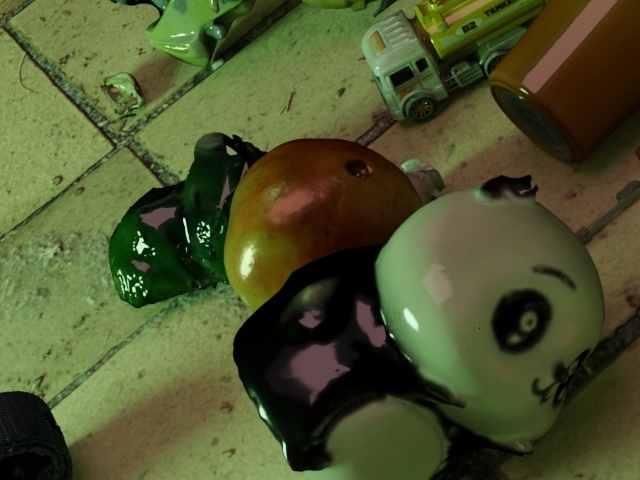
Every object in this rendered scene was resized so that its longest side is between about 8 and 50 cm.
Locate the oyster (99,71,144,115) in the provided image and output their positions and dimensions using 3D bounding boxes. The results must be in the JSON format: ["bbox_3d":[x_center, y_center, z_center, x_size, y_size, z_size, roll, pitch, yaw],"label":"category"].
[{"bbox_3d":[-0.260,-0.196,2.088,0.051,0.034,0.093,-44,49,13],"label":"oyster"}]

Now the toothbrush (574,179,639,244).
[{"bbox_3d":[0.247,0.004,1.554,0.194,0.014,0.017,-40,40,-8],"label":"toothbrush"}]

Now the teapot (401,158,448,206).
[{"bbox_3d":[0.103,-0.045,1.674,0.083,0.064,0.064,33,60,14],"label":"teapot"}]

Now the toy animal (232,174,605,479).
[{"bbox_3d":[0.097,0.084,1.387,0.310,0.251,0.251,-33,39,6],"label":"toy animal"}]

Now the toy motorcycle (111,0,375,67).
[{"bbox_3d":[-0.092,-0.357,1.982,0.410,0.237,0.168,-17,28,17],"label":"toy motorcycle"}]

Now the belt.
[{"bbox_3d":[-0.367,0.255,1.626,0.230,0.139,0.126,-38,34,-3],"label":"belt"}]

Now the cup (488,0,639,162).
[{"bbox_3d":[0.321,-0.200,1.617,0.226,0.182,0.264,42,85,18],"label":"cup"}]

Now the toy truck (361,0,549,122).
[{"bbox_3d":[0.156,-0.237,1.781,0.227,0.114,0.098,-29,40,7],"label":"toy truck"}]

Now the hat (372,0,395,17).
[{"bbox_3d":[0.180,-0.331,1.811,0.149,0.214,0.244,30,68,8],"label":"hat"}]

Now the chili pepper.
[{"bbox_3d":[-0.131,-0.025,1.758,0.265,0.116,0.148,-18,45,19],"label":"chili pepper"}]

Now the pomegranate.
[{"bbox_3d":[0.002,-0.005,1.576,0.209,0.209,0.209,-19,42,17],"label":"pomegranate"}]
